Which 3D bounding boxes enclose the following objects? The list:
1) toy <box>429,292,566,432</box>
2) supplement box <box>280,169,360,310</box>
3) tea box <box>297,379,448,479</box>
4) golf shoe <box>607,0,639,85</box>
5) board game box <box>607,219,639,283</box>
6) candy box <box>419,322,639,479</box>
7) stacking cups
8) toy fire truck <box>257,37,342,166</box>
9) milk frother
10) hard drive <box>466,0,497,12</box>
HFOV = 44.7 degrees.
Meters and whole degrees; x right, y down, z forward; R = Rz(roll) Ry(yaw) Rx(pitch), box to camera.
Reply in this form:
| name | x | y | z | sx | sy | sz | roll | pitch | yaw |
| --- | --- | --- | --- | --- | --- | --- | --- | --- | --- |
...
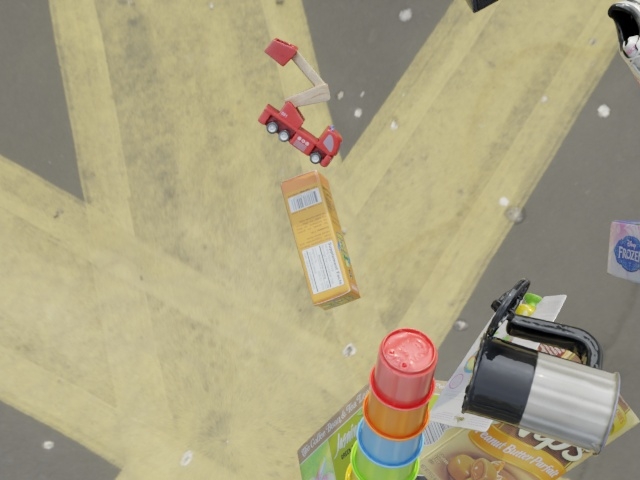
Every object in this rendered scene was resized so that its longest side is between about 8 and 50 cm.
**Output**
| name | x | y | z | sx | sy | sz | roll | pitch | yaw |
| --- | --- | --- | --- | --- | --- | --- | --- | --- | --- |
| toy | 0.267 | 0.183 | 1.130 | 0.056 | 0.137 | 0.237 | 42 | 68 | -17 |
| supplement box | 0.000 | 0.000 | 1.367 | 0.080 | 0.078 | 0.233 | -18 | 74 | 14 |
| tea box | 0.146 | 0.479 | 1.485 | 0.220 | 0.329 | 0.323 | 13 | 44 | -29 |
| golf shoe | 0.427 | -0.231 | 1.012 | 0.086 | 0.067 | 0.186 | -3 | 66 | -25 |
| board game box | 0.484 | 0.025 | 0.714 | 0.319 | 0.318 | 0.066 | 1 | 96 | -4 |
| candy box | 0.315 | 0.299 | 1.235 | 0.316 | 0.087 | 0.183 | -38 | 110 | 10 |
| stacking cups | 0.092 | 0.218 | 0.941 | 0.096 | 0.316 | 0.096 | 3 | 45 | -3 |
| toy fire truck | -0.030 | -0.223 | 1.268 | 0.192 | 0.047 | 0.135 | 34 | 106 | -9 |
| milk frother | 0.217 | 0.118 | 0.740 | 0.135 | 0.143 | 0.129 | 15 | 69 | 12 |
| hard drive | 0.188 | -0.397 | 0.845 | 0.172 | 0.054 | 0.254 | -24 | 72 | 25 |
